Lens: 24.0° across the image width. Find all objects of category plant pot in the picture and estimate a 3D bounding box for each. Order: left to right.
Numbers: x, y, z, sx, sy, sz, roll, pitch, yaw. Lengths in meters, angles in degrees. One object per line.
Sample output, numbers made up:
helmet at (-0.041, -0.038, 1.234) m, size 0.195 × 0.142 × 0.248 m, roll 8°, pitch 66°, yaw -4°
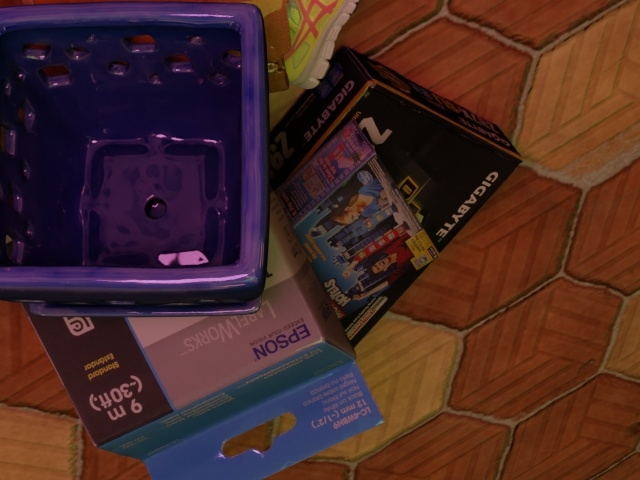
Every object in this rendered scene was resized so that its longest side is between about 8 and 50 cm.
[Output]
plant pot at (-0.153, -0.049, 1.242) m, size 0.236 × 0.236 × 0.212 m, roll -1°, pitch 165°, yaw 3°

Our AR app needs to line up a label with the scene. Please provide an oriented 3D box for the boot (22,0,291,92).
boot at (-0.136, -0.210, 1.303) m, size 0.211 × 0.104 × 0.295 m, roll -12°, pitch 150°, yaw 4°

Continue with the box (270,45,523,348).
box at (0.027, -0.030, 1.634) m, size 0.257 × 0.079 × 0.322 m, roll 23°, pitch 116°, yaw -42°

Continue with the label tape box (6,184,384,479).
label tape box at (-0.124, 0.083, 1.443) m, size 0.249 × 0.348 × 0.115 m, roll -26°, pitch -177°, yaw 9°

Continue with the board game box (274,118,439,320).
board game box at (0.000, 0.000, 1.544) m, size 0.194 × 0.060 × 0.194 m, roll -32°, pitch 139°, yaw 3°

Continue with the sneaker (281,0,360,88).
sneaker at (-0.021, -0.231, 1.406) m, size 0.094 × 0.081 × 0.208 m, roll 3°, pitch 127°, yaw -25°
